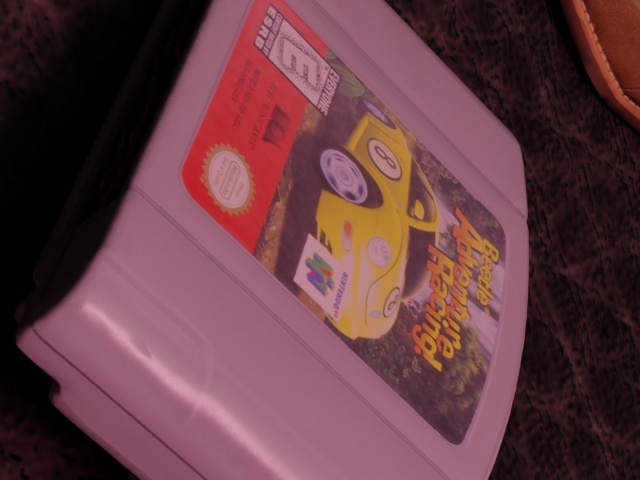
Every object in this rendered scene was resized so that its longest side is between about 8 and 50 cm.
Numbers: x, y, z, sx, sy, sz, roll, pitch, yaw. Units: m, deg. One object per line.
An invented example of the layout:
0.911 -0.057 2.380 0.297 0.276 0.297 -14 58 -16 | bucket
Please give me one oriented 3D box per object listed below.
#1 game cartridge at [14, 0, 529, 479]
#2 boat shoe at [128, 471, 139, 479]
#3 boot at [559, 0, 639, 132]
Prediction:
0.000 0.000 0.787 0.196 0.060 0.294 47 34 -23 | game cartridge
-0.034 0.064 0.803 0.083 0.076 0.226 1 84 -50 | boat shoe
0.230 -0.094 1.105 0.305 0.115 0.112 52 52 -30 | boot
